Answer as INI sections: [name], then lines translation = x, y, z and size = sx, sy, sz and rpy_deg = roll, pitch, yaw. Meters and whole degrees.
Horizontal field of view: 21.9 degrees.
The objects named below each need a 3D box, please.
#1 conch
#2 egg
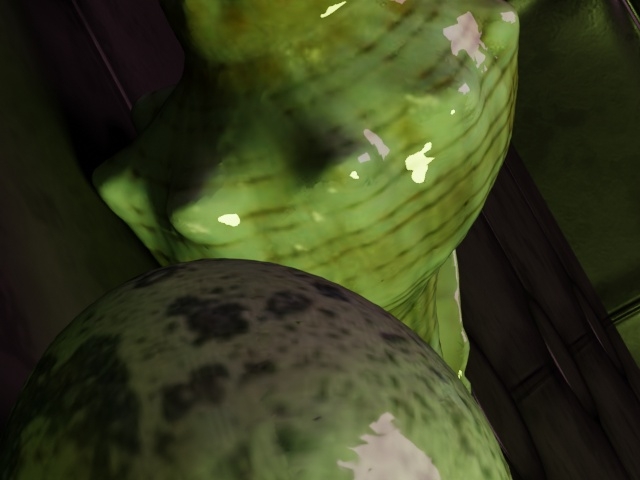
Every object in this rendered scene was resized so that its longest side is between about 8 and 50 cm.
[conch]
translation = -0.005, -0.026, 0.699
size = 0.203, 0.169, 0.386
rpy_deg = -66, 165, -48
[egg]
translation = -0.020, 0.071, 0.424
size = 0.132, 0.132, 0.172
rpy_deg = 53, 3, -31
